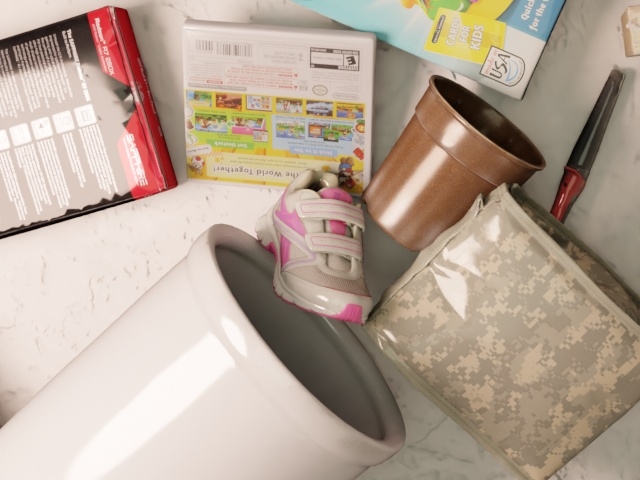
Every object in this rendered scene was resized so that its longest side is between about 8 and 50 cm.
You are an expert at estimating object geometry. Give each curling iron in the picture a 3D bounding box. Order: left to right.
[{"bbox_3d":[0.283,-0.076,1.871,0.068,0.035,0.274,30,100,5],"label":"curling iron"}]

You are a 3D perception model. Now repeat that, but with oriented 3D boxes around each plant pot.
[{"bbox_3d":[0.143,-0.076,1.839,0.167,0.167,0.165,39,109,3],"label":"plant pot"}]

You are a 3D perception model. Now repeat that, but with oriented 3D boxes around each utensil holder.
[{"bbox_3d":[-0.152,0.227,1.828,0.385,0.327,0.327,-41,89,12],"label":"utensil holder"}]

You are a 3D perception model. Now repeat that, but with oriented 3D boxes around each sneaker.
[{"bbox_3d":[0.000,0.000,1.816,0.103,0.252,0.111,13,117,-29],"label":"sneaker"}]

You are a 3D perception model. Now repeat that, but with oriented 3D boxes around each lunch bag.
[{"bbox_3d":[0.219,0.097,1.808,0.287,0.169,0.235,43,106,-12],"label":"lunch bag"}]

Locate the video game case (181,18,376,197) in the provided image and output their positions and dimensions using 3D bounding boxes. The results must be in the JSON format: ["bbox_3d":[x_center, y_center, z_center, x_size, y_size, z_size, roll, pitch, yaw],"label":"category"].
[{"bbox_3d":[-0.049,-0.154,1.884,0.227,0.026,0.206,5,120,8],"label":"video game case"}]

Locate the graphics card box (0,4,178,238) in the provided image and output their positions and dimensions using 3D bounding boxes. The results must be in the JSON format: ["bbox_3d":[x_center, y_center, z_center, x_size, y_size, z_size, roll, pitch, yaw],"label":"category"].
[{"bbox_3d":[-0.380,-0.123,1.943,0.371,0.094,0.232,-16,94,9],"label":"graphics card box"}]

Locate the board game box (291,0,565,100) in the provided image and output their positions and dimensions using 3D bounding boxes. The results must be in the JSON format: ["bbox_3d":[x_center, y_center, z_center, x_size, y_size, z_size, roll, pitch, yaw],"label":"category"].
[{"bbox_3d":[0.130,-0.343,1.846,0.336,0.079,0.253,24,99,6],"label":"board game box"}]

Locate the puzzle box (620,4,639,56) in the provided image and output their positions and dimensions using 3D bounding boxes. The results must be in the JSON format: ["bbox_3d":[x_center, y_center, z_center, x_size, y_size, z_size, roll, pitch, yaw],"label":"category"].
[{"bbox_3d":[0.525,-0.250,1.695,0.409,0.272,0.052,-8,95,9],"label":"puzzle box"}]
